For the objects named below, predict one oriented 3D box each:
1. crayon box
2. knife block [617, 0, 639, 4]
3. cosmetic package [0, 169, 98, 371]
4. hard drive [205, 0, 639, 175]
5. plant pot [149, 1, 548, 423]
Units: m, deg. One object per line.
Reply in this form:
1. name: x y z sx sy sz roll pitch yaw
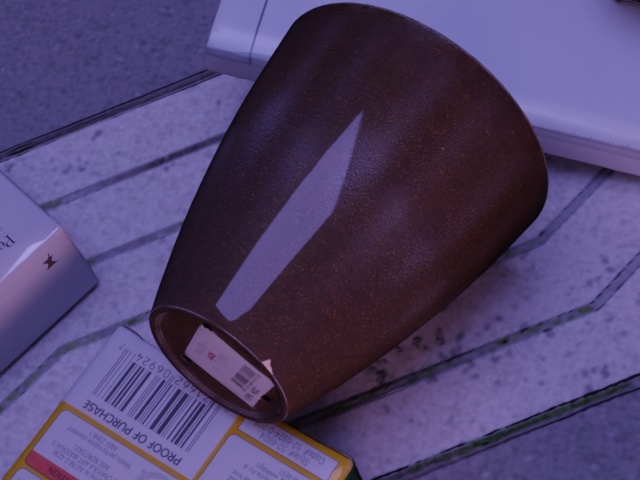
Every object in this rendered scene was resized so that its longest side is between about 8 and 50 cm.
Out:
1. crayon box: -0.141 0.239 0.980 0.203 0.083 0.323 27 69 25
2. knife block: 0.329 -0.226 1.056 0.276 0.088 0.242 -18 72 9
3. cosmetic package: -0.402 0.059 1.138 0.377 0.097 0.284 -43 59 -13
4. hard drive: 0.115 -0.190 1.140 0.353 0.047 0.233 14 64 3
5. plant pot: 0.000 0.000 0.987 0.215 0.215 0.230 24 59 24
